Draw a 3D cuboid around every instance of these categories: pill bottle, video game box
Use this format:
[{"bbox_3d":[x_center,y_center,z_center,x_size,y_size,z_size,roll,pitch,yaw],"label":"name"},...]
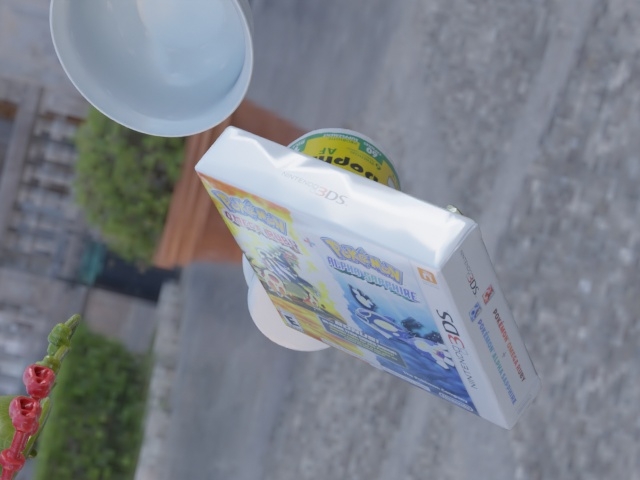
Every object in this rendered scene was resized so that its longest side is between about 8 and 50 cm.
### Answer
[{"bbox_3d":[0.000,0.000,1.404,0.208,0.117,0.117,-73,1,-60],"label":"pill bottle"},{"bbox_3d":[0.033,0.025,1.118,0.048,0.205,0.187,-51,-39,-22],"label":"video game box"}]

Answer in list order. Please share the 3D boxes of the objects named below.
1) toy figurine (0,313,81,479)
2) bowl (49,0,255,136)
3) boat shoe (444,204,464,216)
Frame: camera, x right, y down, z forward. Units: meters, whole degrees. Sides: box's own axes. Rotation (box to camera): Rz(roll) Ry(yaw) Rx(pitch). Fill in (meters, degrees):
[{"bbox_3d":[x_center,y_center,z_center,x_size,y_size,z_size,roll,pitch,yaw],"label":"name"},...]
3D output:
[{"bbox_3d":[-0.347,0.164,1.398,0.362,0.217,0.191,-85,14,-67],"label":"toy figurine"},{"bbox_3d":[-0.211,-0.302,2.336,0.134,0.298,0.298,-62,-6,-54],"label":"bowl"},{"bbox_3d":[0.144,0.037,1.800,0.056,0.049,0.152,36,146,64],"label":"boat shoe"}]
